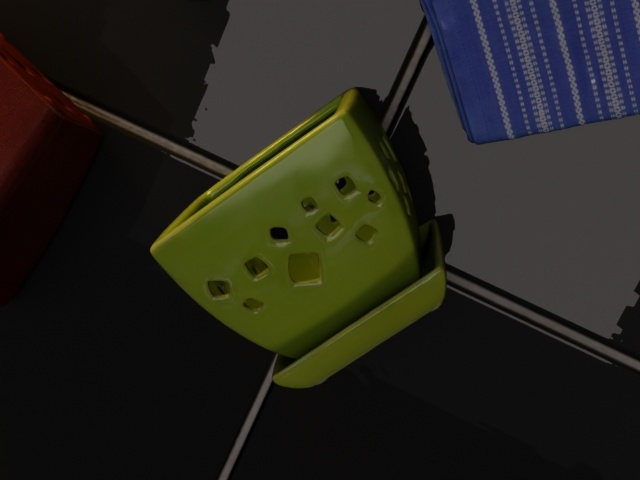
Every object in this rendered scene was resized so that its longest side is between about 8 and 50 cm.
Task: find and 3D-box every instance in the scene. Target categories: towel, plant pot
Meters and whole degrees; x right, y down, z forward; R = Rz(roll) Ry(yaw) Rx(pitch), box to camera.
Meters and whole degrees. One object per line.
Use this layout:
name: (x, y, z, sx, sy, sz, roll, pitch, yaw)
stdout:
towel: (0.263, -0.222, 0.845, 0.336, 0.040, 0.243, -9, 117, 27)
plant pot: (-0.386, -0.097, 0.948, 0.267, 0.267, 0.236, 45, 91, 0)
plant pot: (0.000, 0.000, 0.911, 0.228, 0.227, 0.207, -35, 99, 13)
